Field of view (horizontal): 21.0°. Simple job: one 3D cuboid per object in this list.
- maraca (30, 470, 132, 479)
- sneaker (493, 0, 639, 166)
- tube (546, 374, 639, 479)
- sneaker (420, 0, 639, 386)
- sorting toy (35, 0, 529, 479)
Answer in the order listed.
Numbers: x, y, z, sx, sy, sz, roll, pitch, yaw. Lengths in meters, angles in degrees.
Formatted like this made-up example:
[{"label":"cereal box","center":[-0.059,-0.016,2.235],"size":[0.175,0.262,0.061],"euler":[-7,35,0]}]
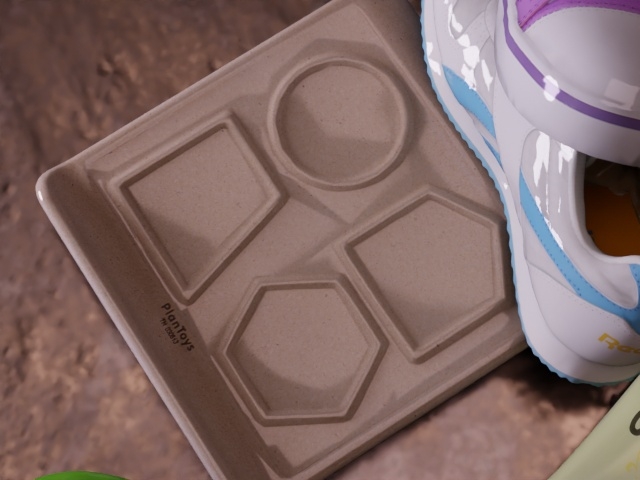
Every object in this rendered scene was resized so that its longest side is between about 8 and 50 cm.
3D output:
[{"label":"maraca","center":[-0.104,0.187,0.735],"size":[0.127,0.099,0.185],"euler":[13,102,6]},{"label":"sneaker","center":[0.145,-0.165,0.727],"size":[0.102,0.161,0.282],"euler":[16,45,3]},{"label":"tube","center":[0.196,0.057,0.786],"size":[0.240,0.062,0.070],"euler":[-53,39,-6]},{"label":"sneaker","center":[0.115,-0.055,0.779],"size":[0.087,0.092,0.228],"euler":[-8,65,-24]},{"label":"sorting toy","center":[0.000,0.000,0.814],"size":[0.208,0.038,0.193],"euler":[-31,77,-12]}]
